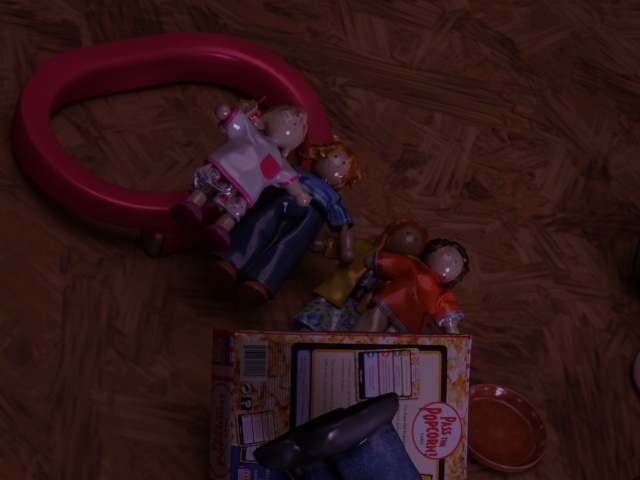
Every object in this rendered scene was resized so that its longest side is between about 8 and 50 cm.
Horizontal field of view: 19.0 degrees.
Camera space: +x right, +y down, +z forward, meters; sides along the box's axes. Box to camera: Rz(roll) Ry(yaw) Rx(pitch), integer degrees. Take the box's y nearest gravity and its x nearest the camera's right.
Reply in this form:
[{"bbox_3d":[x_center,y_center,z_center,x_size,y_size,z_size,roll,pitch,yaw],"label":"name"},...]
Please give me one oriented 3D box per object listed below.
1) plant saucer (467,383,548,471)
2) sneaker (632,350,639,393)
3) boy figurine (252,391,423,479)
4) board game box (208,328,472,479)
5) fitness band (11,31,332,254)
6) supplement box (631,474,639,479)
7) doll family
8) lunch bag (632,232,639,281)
[{"bbox_3d":[0.143,0.152,1.537,0.083,0.013,0.083,13,46,-13],"label":"plant saucer"},{"bbox_3d":[0.362,0.151,1.576,0.095,0.104,0.236,-19,60,-39],"label":"sneaker"},{"bbox_3d":[0.054,0.251,1.302,0.092,0.177,0.285,-23,92,-43],"label":"boy figurine"},{"bbox_3d":[0.016,0.139,1.407,0.193,0.045,0.147,3,88,-23],"label":"board game box"},{"bbox_3d":[-0.119,-0.088,1.620,0.290,0.054,0.209,-13,53,-35],"label":"fitness band"},{"bbox_3d":[0.317,0.279,1.454,0.130,0.073,0.239,-21,61,-39],"label":"supplement box"},{"bbox_3d":[0.000,0.000,1.534,0.263,0.118,0.163,41,62,-1],"label":"doll family"},{"bbox_3d":[0.471,-0.010,1.670,0.305,0.213,0.256,-15,43,-37],"label":"lunch bag"}]
